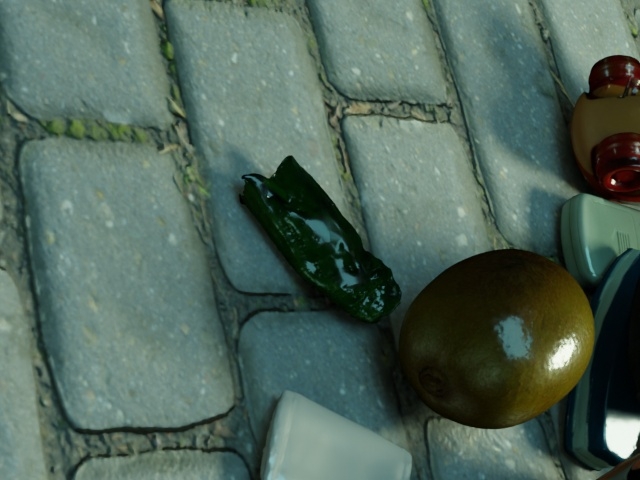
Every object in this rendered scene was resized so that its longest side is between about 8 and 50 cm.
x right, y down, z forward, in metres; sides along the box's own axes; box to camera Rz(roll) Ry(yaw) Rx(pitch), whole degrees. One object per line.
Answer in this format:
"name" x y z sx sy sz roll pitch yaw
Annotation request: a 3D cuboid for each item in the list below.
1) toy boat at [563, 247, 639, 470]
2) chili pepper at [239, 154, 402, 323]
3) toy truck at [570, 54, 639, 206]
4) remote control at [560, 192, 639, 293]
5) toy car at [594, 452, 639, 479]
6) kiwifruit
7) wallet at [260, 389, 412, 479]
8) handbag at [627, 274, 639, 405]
"toy boat" 0.372 0.137 1.774 0.096 0.062 0.299 32 62 -29
"chili pepper" 0.001 -0.001 1.569 0.224 0.061 0.098 49 53 -12
"toy truck" 0.473 -0.120 1.971 0.265 0.239 0.189 0 61 4
"remote control" 0.440 0.031 1.929 0.296 0.056 0.140 15 59 -33
"toy car" 0.383 0.319 1.609 0.180 0.270 0.212 55 26 3
"kiwifruit" 0.191 0.110 1.584 0.234 0.196 0.196 -23 84 -41
"wallet" 0.017 0.240 1.478 0.183 0.032 0.124 29 53 -24
"handbag" 0.457 0.129 1.769 0.332 0.075 0.192 12 80 -58
